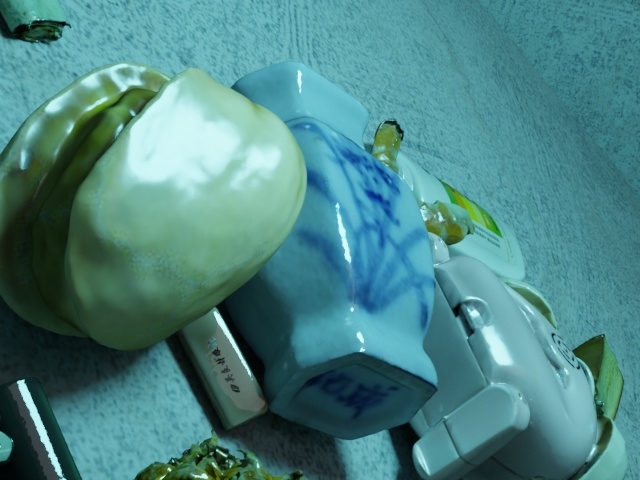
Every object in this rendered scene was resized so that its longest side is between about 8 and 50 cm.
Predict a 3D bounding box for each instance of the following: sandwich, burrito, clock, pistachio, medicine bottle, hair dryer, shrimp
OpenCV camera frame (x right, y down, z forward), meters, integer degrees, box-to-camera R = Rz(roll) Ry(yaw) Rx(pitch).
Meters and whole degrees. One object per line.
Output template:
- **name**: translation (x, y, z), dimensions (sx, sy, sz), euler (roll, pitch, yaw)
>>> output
- **sandwich**: translation (0.413, 0.232, 1.647), dimensions (0.094, 0.096, 0.258), euler (61, 25, -1)
- **burrito**: translation (-0.313, -0.261, 1.096), dimensions (0.118, 0.044, 0.074), euler (58, 30, 3)
- **clock**: translation (0.218, 0.168, 1.308), dimensions (0.326, 0.184, 0.342), euler (28, 36, -46)
- **pistachio**: translation (-0.145, -0.035, 0.915), dimensions (0.321, 0.229, 0.238), euler (-32, 121, -56)
- **medicine bottle**: translation (0.143, -0.025, 1.477), dimensions (0.324, 0.124, 0.179), euler (26, 30, -41)
- **hair dryer**: translation (-0.239, 0.148, 0.696), dimensions (0.100, 0.057, 0.197), euler (62, 19, 16)
- **shrimp**: translation (0.123, -0.072, 1.339), dimensions (0.161, 0.049, 0.166), euler (8, 62, -34)

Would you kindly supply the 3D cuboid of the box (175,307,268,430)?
- **box**: translation (-0.094, 0.120, 1.001), dimensions (0.048, 0.025, 0.115), euler (-24, 78, -23)

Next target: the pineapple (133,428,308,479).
- **pineapple**: translation (-0.053, 0.212, 0.865), dimensions (0.250, 0.140, 0.164), euler (41, 28, -18)

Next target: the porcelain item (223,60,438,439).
- **porcelain item**: translation (0.000, 0.000, 1.147), dimensions (0.242, 0.178, 0.405), euler (29, 34, -40)
